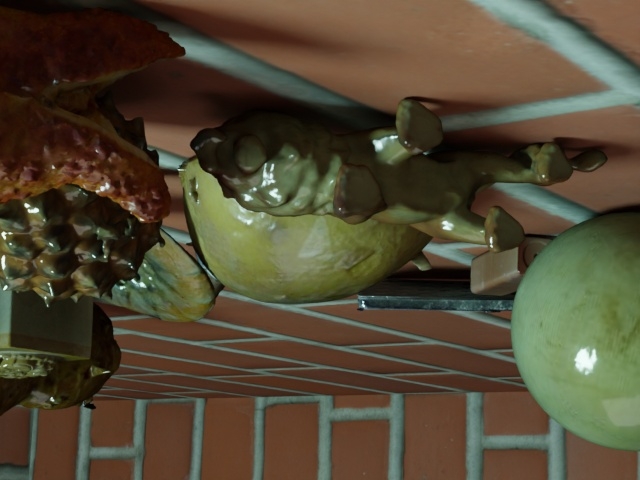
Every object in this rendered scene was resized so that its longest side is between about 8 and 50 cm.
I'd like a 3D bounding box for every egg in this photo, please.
[{"bbox_3d":[0.287,0.082,1.298,0.219,0.218,0.295,2,-178,3],"label":"egg"}]

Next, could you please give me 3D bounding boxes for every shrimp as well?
[{"bbox_3d":[-0.226,-0.008,1.246,0.296,0.058,0.169,20,148,19],"label":"shrimp"}]

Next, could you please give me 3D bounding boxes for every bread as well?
[{"bbox_3d":[-0.211,-0.072,0.790,0.269,0.139,0.095,-1,-167,-8],"label":"bread"}]

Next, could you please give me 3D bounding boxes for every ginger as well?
[{"bbox_3d":[-0.410,0.156,1.820,0.254,0.176,0.418,6,-173,14],"label":"ginger"}]

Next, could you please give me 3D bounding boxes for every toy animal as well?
[{"bbox_3d":[0.051,-0.048,1.039,0.312,0.097,0.158,9,178,-38],"label":"toy animal"}]

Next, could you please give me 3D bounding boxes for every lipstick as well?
[{"bbox_3d":[0.204,0.028,1.476,0.045,0.045,0.145,4,170,-13],"label":"lipstick"}]

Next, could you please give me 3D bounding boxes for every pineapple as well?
[{"bbox_3d":[-0.192,-0.040,0.921,0.166,0.166,0.193,-4,163,28],"label":"pineapple"}]

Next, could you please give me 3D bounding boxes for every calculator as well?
[{"bbox_3d":[0.178,0.064,1.622,0.262,0.021,0.161,0,-174,7],"label":"calculator"}]

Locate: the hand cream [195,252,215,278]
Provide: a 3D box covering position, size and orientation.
[{"bbox_3d":[-0.055,0.028,1.511,0.091,0.058,0.271,-15,167,22],"label":"hand cream"}]

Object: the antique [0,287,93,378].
[{"bbox_3d":[-0.365,0.084,1.612,0.152,0.147,0.147,-8,167,31],"label":"antique"}]

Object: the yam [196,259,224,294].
[{"bbox_3d":[-0.134,0.046,1.629,0.046,0.046,0.264,4,169,-9],"label":"yam"}]

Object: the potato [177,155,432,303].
[{"bbox_3d":[0.000,0.000,1.221,0.239,0.115,0.299,-4,170,8],"label":"potato"}]
